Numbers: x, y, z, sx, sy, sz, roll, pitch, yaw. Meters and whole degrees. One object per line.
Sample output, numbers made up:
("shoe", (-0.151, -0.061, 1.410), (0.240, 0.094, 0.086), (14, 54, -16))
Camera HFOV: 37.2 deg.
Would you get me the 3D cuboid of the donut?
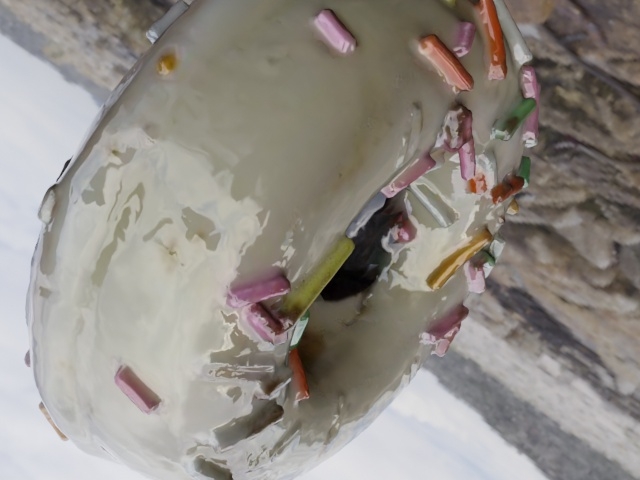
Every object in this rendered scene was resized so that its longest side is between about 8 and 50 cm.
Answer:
("donut", (0.000, 0.000, 0.591), (0.142, 0.383, 0.382), (34, -179, 26))
